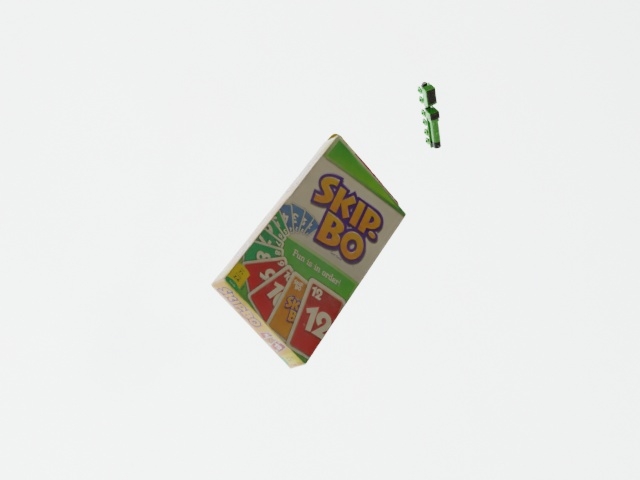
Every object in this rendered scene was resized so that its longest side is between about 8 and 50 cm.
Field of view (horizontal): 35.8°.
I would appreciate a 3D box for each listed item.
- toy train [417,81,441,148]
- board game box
[{"bbox_3d":[0.123,-0.137,1.100,0.017,0.024,0.083,-23,-53,-12],"label":"toy train"},{"bbox_3d":[0.000,0.000,1.058,0.124,0.039,0.259,48,-130,-16],"label":"board game box"}]
